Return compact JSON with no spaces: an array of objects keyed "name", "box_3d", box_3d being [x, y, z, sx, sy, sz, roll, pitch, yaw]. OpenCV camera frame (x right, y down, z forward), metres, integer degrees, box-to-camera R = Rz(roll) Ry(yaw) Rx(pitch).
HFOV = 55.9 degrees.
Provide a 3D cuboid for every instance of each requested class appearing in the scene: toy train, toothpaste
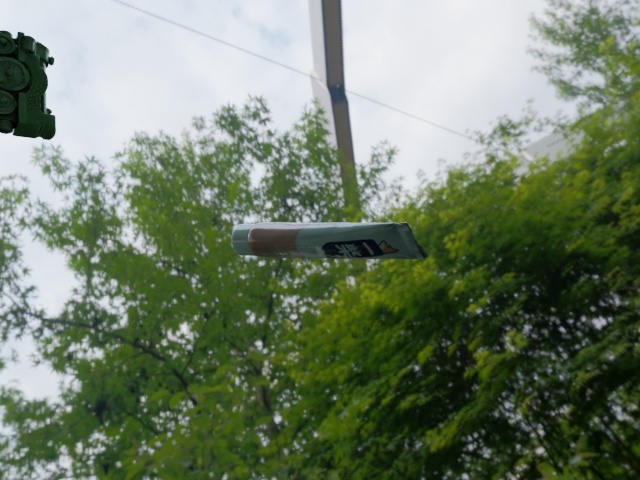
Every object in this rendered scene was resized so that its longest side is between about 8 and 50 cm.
[{"name":"toy train","box_3d":[-0.478,-0.249,0.961,0.104,0.178,0.071,4,-20,-35]},{"name":"toothpaste","box_3d":[0.000,0.000,0.584,0.205,0.036,0.056,1,-32,35]}]
